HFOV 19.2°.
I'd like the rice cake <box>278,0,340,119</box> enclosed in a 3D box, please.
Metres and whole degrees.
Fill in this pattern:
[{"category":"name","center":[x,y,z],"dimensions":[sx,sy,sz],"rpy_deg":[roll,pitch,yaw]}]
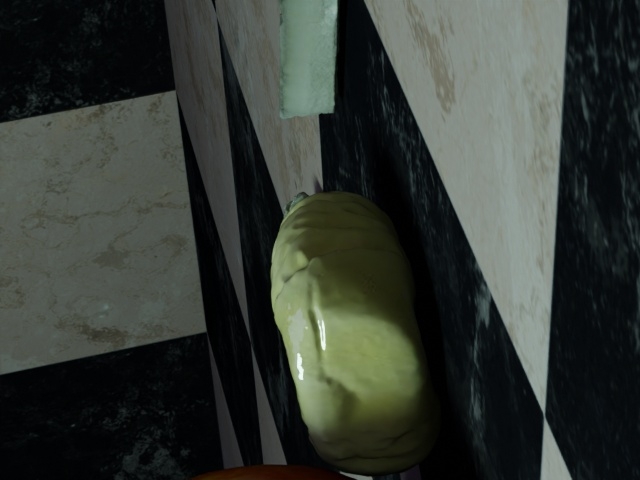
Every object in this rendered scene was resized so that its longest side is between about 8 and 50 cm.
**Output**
[{"category":"rice cake","center":[-0.010,-0.189,1.628],"dimensions":[0.256,0.057,0.052],"rpy_deg":[91,163,-59]}]

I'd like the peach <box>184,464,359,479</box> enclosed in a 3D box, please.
[{"category":"peach","center":[-0.043,0.368,1.528],"dimensions":[0.388,0.388,0.388],"rpy_deg":[169,90,-82]}]

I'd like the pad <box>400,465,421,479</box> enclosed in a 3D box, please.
[{"category":"pad","center":[0.079,0.207,1.754],"dimensions":[0.113,0.006,0.188],"rpy_deg":[-155,54,-81]}]

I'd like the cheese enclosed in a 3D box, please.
[{"category":"cheese","center":[0.026,0.078,1.572],"dimensions":[0.214,0.117,0.226],"rpy_deg":[-103,1,-57]}]

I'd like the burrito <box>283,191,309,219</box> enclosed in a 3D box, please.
[{"category":"burrito","center":[-0.002,0.000,1.905],"dimensions":[0.171,0.042,0.051],"rpy_deg":[-121,31,-63]}]
